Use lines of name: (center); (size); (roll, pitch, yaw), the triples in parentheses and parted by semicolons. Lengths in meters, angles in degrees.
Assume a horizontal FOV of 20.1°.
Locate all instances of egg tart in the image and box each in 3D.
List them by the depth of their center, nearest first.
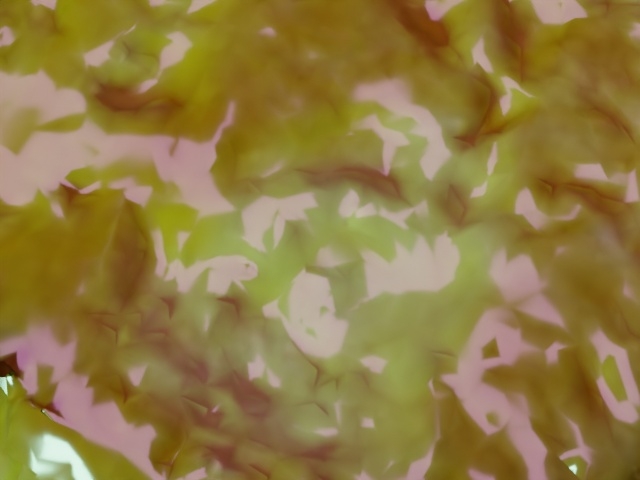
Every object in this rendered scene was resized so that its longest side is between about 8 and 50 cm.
egg tart: (0.000, 0.000, 0.541); (0.443, 0.178, 0.443); (3, 62, -6)
